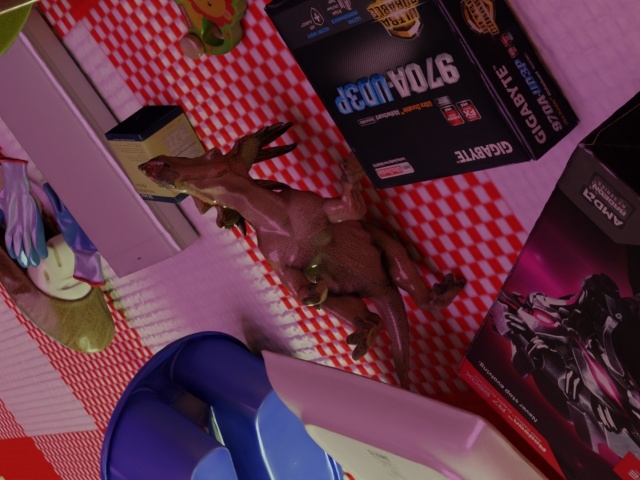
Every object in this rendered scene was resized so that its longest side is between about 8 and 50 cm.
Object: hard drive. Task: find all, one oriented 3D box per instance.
[{"bbox_3d":[-0.276,-0.103,1.777,0.307,0.040,0.203,55,152,-8],"label":"hard drive"}]

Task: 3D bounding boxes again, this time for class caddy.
[{"bbox_3d":[-0.120,0.264,1.790,0.179,0.241,0.341,22,143,37],"label":"caddy"}]

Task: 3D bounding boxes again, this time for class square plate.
[{"bbox_3d":[0.129,0.241,1.439,0.344,0.049,0.347,45,161,-29],"label":"square plate"}]

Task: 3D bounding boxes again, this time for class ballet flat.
[{"bbox_3d":[-0.386,-0.002,2.071,0.342,0.116,0.124,50,137,13],"label":"ballet flat"}]

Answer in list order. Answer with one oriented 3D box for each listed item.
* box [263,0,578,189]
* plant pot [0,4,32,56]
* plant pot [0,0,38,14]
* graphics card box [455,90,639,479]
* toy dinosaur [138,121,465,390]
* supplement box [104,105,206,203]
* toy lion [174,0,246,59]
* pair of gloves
[{"bbox_3d":[0.066,-0.130,1.134,0.175,0.051,0.220,57,155,-13],"label":"box"},{"bbox_3d":[-0.480,-0.297,1.561,0.353,0.366,0.366,15,138,35],"label":"plant pot"},{"bbox_3d":[-0.301,-0.315,1.302,0.263,0.263,0.229,11,124,55],"label":"plant pot"},{"bbox_3d":[0.237,0.076,1.074,0.233,0.094,0.371,45,154,14],"label":"graphics card box"},{"bbox_3d":[0.000,0.000,1.365,0.295,0.127,0.200,46,172,-31],"label":"toy dinosaur"},{"bbox_3d":[-0.163,-0.088,1.589,0.083,0.056,0.083,7,131,57],"label":"supplement box"},{"bbox_3d":[-0.097,-0.205,1.347,0.096,0.034,0.100,9,133,46],"label":"toy lion"},{"bbox_3d":[-0.344,-0.025,1.951,0.198,0.023,0.159,13,121,29],"label":"pair of gloves"}]
